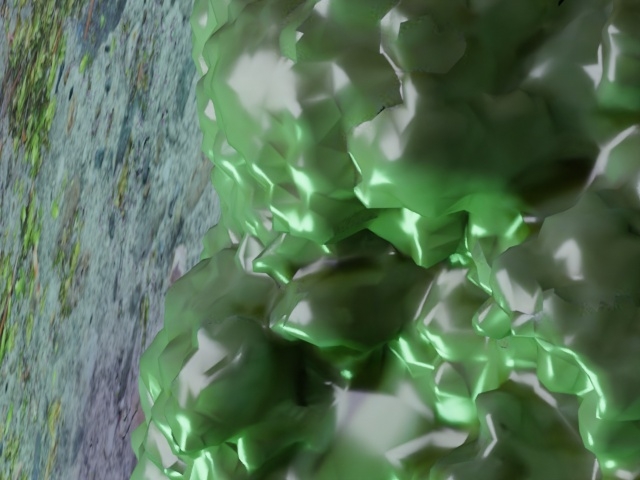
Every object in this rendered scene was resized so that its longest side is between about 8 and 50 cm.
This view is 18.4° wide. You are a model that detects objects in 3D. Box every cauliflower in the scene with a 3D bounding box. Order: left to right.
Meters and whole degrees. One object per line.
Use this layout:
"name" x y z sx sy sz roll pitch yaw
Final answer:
"cauliflower" 0.081 0.049 0.479 0.281 0.260 0.327 -80 -29 -67
